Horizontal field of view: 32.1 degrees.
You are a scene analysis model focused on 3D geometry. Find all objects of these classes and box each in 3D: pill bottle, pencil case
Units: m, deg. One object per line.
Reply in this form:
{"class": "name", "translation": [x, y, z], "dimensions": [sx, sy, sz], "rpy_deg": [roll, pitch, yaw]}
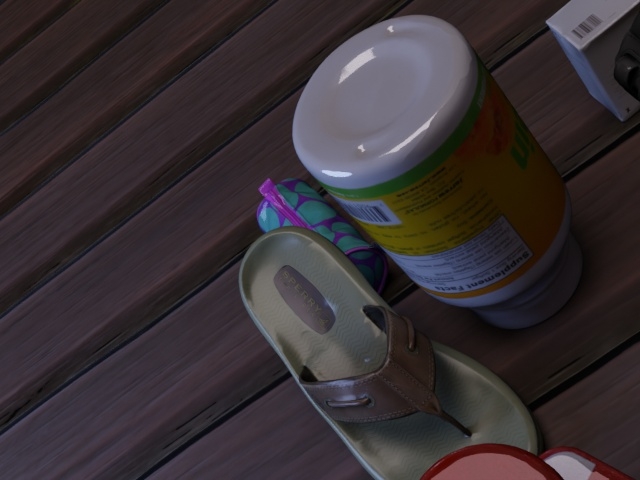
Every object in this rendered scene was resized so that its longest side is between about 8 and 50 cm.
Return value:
{"class": "pill bottle", "translation": [0.099, -0.036, 0.811], "dimensions": [0.136, 0.246, 0.136], "rpy_deg": [-21, 47, 25]}
{"class": "pencil case", "translation": [0.000, 0.000, 0.995], "dimensions": [0.064, 0.070, 0.152], "rpy_deg": [-49, 40, 2]}

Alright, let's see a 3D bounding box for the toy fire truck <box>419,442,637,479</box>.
{"class": "toy fire truck", "translation": [0.142, 0.272, 0.616], "dimensions": [0.254, 0.169, 0.302], "rpy_deg": [26, 76, 28]}

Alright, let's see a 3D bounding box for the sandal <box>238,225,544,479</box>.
{"class": "sandal", "translation": [0.032, 0.096, 0.845], "dimensions": [0.303, 0.086, 0.120], "rpy_deg": [40, 90, 28]}

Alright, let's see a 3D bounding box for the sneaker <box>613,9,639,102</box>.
{"class": "sneaker", "translation": [0.259, -0.060, 0.736], "dimensions": [0.147, 0.105, 0.295], "rpy_deg": [17, 88, 42]}

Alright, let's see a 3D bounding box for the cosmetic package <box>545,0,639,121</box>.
{"class": "cosmetic package", "translation": [0.306, -0.213, 0.897], "dimensions": [0.239, 0.099, 0.060], "rpy_deg": [-40, 39, 6]}
